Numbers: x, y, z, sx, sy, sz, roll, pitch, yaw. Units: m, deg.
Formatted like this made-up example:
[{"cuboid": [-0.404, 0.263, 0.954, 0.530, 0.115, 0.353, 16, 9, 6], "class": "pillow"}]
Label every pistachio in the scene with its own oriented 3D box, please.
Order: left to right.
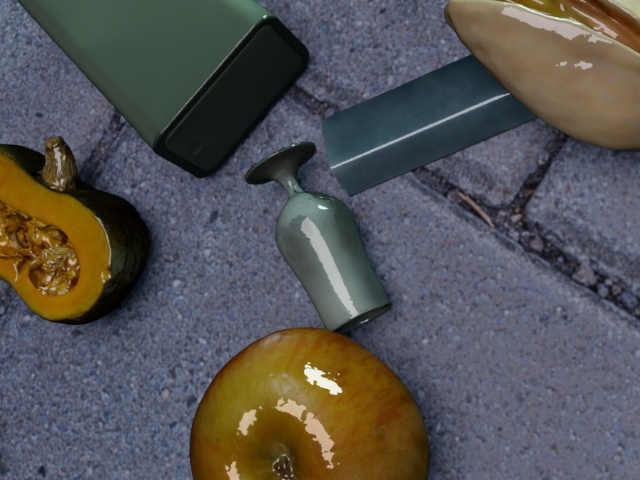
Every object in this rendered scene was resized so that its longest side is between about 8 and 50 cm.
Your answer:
[{"cuboid": [0.291, -0.217, 1.222, 0.299, 0.187, 0.187, 32, 93, 7], "class": "pistachio"}]

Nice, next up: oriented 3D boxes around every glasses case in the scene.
[{"cuboid": [0.132, -0.156, 1.345, 0.266, 0.056, 0.105, -23, 76, 14], "class": "glasses case"}]

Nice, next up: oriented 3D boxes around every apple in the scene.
[{"cuboid": [-0.017, 0.243, 1.237, 0.286, 0.233, 0.286, -3, 82, 18], "class": "apple"}]

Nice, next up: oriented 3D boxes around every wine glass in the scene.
[{"cuboid": [0.000, 0.000, 1.342, 0.103, 0.103, 0.231, -31, 77, 12], "class": "wine glass"}]

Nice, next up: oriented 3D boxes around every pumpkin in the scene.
[{"cuboid": [-0.368, -0.028, 1.452, 0.317, 0.139, 0.222, 27, 93, 22], "class": "pumpkin"}]

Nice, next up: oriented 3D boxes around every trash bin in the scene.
[{"cuboid": [-0.217, -0.278, 1.435, 0.343, 0.158, 0.223, 43, 95, 25], "class": "trash bin"}]
